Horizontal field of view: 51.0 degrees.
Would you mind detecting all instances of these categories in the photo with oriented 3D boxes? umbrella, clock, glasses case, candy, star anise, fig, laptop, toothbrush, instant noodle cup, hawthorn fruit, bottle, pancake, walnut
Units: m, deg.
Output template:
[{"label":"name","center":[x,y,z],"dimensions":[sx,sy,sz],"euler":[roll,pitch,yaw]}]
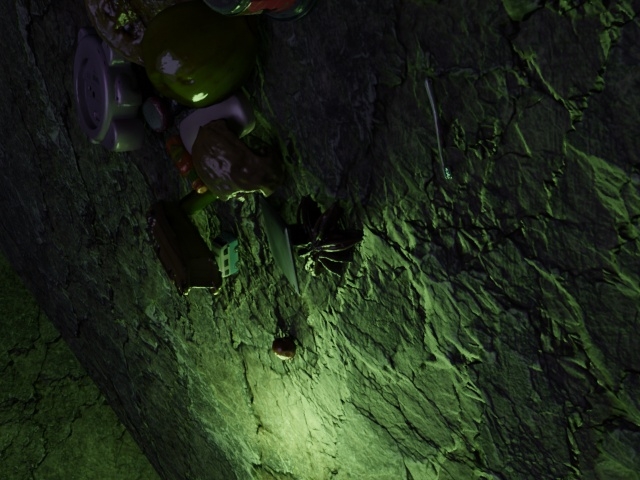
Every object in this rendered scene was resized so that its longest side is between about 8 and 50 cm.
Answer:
[{"label":"umbrella","center":[-0.346,-0.392,1.742],"dimensions":[0.224,0.071,0.080],"euler":[-31,84,52]},{"label":"clock","center":[-0.618,-0.438,1.941],"dimensions":[0.295,0.113,0.322],"euler":[31,124,43]},{"label":"glasses case","center":[-0.268,-0.294,1.715],"dimensions":[0.297,0.075,0.113],"euler":[-16,102,49]},{"label":"candy","center":[-0.462,-0.359,1.905],"dimensions":[0.103,0.043,0.103],"euler":[26,132,33]},{"label":"star anise","center":[0.000,0.000,1.609],"dimensions":[0.229,0.093,0.236],"euler":[25,133,28]},{"label":"fig","center":[-0.260,-0.430,1.508],"dimensions":[0.271,0.239,0.239],"euler":[-29,91,26]},{"label":"laptop","center":[-0.103,0.005,1.674],"dimensions":[0.269,0.015,0.187],"euler":[-132,29,-62]},{"label":"toothbrush","center":[0.226,-0.214,1.290],"dimensions":[0.022,0.017,0.204],"euler":[10,121,55]},{"label":"instant noodle cup","center":[-0.144,-0.557,1.340],"dimensions":[0.302,0.182,0.258],"euler":[-20,97,50]},{"label":"hawthorn fruit","center":[-0.098,0.324,1.924],"dimensions":[0.067,0.067,0.103],"euler":[3,117,46]},{"label":"bottle","center":[-0.358,-0.206,1.838],"dimensions":[0.187,0.069,0.069],"euler":[56,142,26]},{"label":"pancake","center":[-0.432,-0.566,1.648],"dimensions":[0.356,0.065,0.356],"euler":[16,139,14]},{"label":"walnut","center":[-0.222,-0.182,1.625],"dimensions":[0.238,0.141,0.204],"euler":[5,139,32]}]

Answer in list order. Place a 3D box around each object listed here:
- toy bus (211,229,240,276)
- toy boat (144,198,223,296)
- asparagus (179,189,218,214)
[{"label":"toy bus","center":[-0.276,0.041,1.927],"dimensions":[0.060,0.075,0.123],"euler":[28,131,33]},{"label":"toy boat","center":[-0.409,0.023,1.949],"dimensions":[0.445,0.136,0.162],"euler":[50,130,45]},{"label":"asparagus","center":[-0.312,-0.135,1.874],"dimensions":[0.278,0.060,0.067],"euler":[-20,80,50]}]
